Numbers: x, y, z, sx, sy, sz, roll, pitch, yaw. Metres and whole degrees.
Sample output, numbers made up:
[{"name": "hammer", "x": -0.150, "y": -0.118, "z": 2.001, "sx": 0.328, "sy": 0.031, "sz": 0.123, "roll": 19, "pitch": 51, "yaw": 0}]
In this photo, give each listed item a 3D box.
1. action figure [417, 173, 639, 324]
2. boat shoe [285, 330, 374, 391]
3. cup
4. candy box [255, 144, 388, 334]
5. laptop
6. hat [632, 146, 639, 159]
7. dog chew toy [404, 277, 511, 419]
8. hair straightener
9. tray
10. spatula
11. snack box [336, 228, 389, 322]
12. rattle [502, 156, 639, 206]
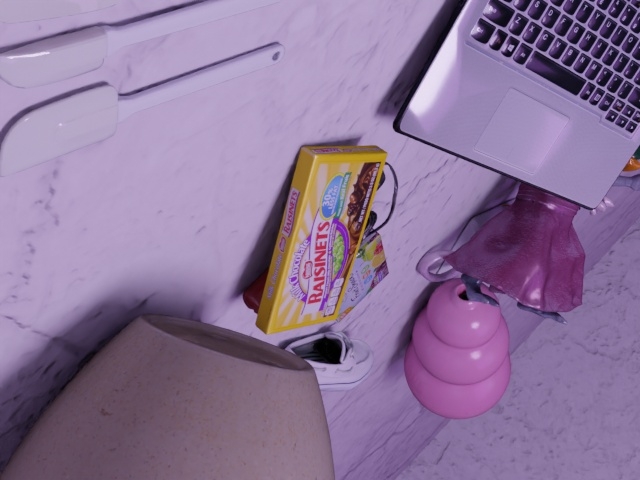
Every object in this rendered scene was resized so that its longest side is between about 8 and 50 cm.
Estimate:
[{"name": "action figure", "x": 0.363, "y": -0.066, "z": 1.253, "sx": 0.248, "sy": 0.275, "sz": 0.371, "roll": 10, "pitch": 97, "yaw": -52}, {"name": "boat shoe", "x": 0.018, "y": 0.171, "z": 1.123, "sx": 0.226, "sy": 0.083, "sz": 0.076, "roll": -10, "pitch": 138, "yaw": -54}, {"name": "cup", "x": -0.120, "y": 0.202, "z": 0.705, "sx": 0.331, "sy": 0.330, "sz": 0.237, "roll": 19, "pitch": 87, "yaw": -65}, {"name": "candy box", "x": 0.000, "y": 0.000, "z": 0.815, "sx": 0.105, "sy": 0.027, "sz": 0.206, "roll": -6, "pitch": 122, "yaw": -40}, {"name": "laptop", "x": 0.356, "y": -0.190, "z": 0.773, "sx": 0.381, "sy": 0.236, "sz": 0.408, "roll": 15, "pitch": 113, "yaw": -38}, {"name": "hat", "x": 0.655, "y": -0.278, "z": 1.603, "sx": 0.208, "sy": 0.184, "sz": 0.173, "roll": -12, "pitch": 165, "yaw": 29}, {"name": "dog chew toy", "x": 0.259, "y": 0.192, "z": 1.455, "sx": 0.206, "sy": 0.206, "sz": 0.332, "roll": -38, "pitch": 148, "yaw": -22}, {"name": "hair straightener", "x": 0.011, "y": 0.005, "z": 0.896, "sx": 0.230, "sy": 0.047, "sz": 0.089, "roll": -50, "pitch": 146, "yaw": -7}, {"name": "tray", "x": 0.320, "y": -0.010, "z": 1.437, "sx": 0.270, "sy": 0.030, "sz": 0.145, "roll": -21, "pitch": 145, "yaw": -46}, {"name": "spatula", "x": -0.097, "y": -0.141, "z": 0.502, "sx": 0.242, "sy": 0.019, "sz": 0.168, "roll": -30, "pitch": 151, "yaw": -36}, {"name": "snack box", "x": 0.038, "y": 0.042, "z": 1.010, "sx": 0.100, "sy": 0.037, "sz": 0.141, "roll": -43, "pitch": 157, "yaw": -8}, {"name": "rattle", "x": 0.429, "y": -0.089, "z": 1.352, "sx": 0.200, "sy": 0.142, "sz": 0.130, "roll": -46, "pitch": 170, "yaw": -25}]
